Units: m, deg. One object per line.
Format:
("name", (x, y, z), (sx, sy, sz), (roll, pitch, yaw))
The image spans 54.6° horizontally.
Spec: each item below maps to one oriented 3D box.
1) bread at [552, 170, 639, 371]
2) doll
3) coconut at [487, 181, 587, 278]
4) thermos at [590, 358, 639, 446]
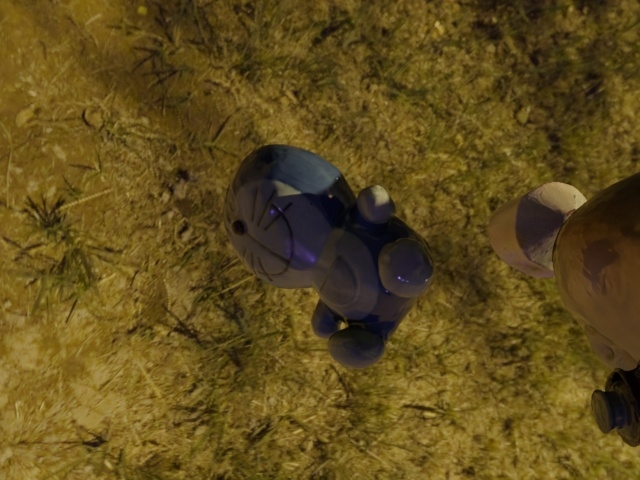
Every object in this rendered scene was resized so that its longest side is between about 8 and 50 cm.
("bread", (0.432, 0.015, 0.597), (0.376, 0.348, 0.253), (-25, 90, 10))
("doll", (0.000, 0.000, 0.691), (0.258, 0.228, 0.154), (31, 45, 11))
("coconut", (0.350, -0.015, 0.961), (0.147, 0.153, 0.147), (2, 82, -13))
("thermos", (0.266, 0.081, 0.337), (0.232, 0.124, 0.099), (-9, 39, 1))
